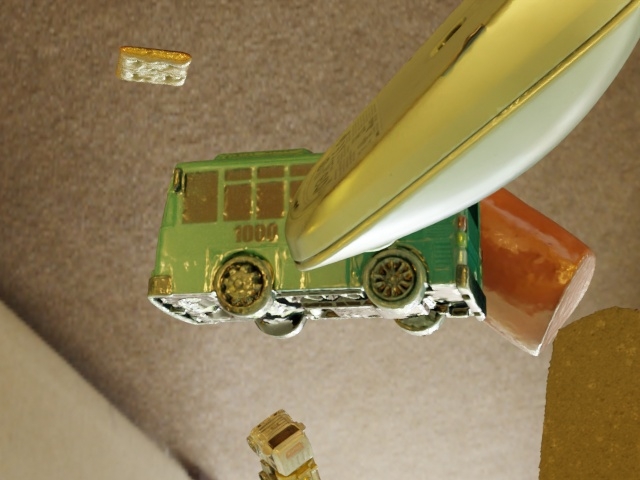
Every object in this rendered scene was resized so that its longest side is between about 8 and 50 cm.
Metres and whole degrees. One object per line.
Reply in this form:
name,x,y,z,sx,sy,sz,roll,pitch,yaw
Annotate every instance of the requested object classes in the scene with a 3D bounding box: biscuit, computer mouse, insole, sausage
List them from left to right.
biscuit,-0.194,-0.201,1.342,0.083,0.018,0.081,6,165,-13
sausage,0.117,-0.012,1.038,0.113,0.259,0.113,-43,154,-26
computer mouse,0.097,-0.080,0.712,0.097,0.159,0.288,40,103,-11
insole,0.102,0.096,0.425,0.063,0.192,0.010,-25,121,30

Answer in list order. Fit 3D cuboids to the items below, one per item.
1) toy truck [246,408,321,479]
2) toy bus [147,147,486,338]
toy truck,-0.030,0.236,1.197,0.052,0.063,0.123,-34,132,-23
toy bus,0.000,0.000,0.936,0.256,0.147,0.128,-2,164,14
